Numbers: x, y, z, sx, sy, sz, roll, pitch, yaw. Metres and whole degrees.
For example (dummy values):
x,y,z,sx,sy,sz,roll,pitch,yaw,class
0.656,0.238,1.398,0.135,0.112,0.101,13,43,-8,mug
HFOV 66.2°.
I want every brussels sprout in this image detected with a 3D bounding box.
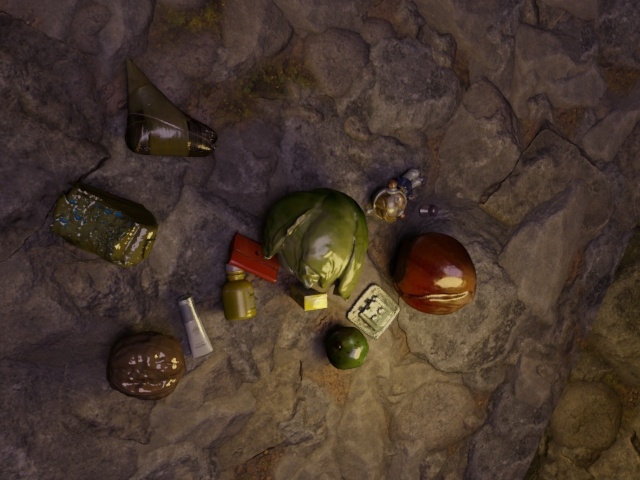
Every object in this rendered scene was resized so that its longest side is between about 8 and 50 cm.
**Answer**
x,y,z,sx,sy,sz,roll,pitch,yaw,class
0.014,-0.012,1.831,0.425,0.342,0.361,32,93,-36,brussels sprout

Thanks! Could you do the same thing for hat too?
x,y,z,sx,sy,sz,roll,pitch,yaw,class
0.483,-0.129,2.170,0.087,0.042,0.058,-8,103,-21,hat

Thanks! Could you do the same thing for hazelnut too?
x,y,z,sx,sy,sz,roll,pitch,yaw,class
0.482,0.136,2.060,0.315,0.372,0.372,-40,114,-34,hazelnut

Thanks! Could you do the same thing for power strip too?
x,y,z,sx,sy,sz,roll,pitch,yaw,class
0.246,0.319,2.152,0.213,0.064,0.198,40,86,-25,power strip

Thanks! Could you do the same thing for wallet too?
x,y,z,sx,sy,sz,roll,pitch,yaw,class
-0.248,0.066,1.868,0.204,0.045,0.142,27,47,-25,wallet

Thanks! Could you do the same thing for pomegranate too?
x,y,z,sx,sy,sz,roll,pitch,yaw,class
0.126,0.461,2.083,0.187,0.187,0.225,-56,144,-3,pomegranate

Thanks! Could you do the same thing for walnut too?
x,y,z,sx,sy,sz,roll,pitch,yaw,class
-0.609,0.438,1.729,0.273,0.227,0.273,-4,104,-18,walnut

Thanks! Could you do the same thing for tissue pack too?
x,y,z,sx,sy,sz,roll,pitch,yaw,class
-0.049,0.218,1.945,0.095,0.176,0.062,-5,104,-22,tissue pack

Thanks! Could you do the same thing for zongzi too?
x,y,z,sx,sy,sz,roll,pitch,yaw,class
-0.498,-0.442,1.646,0.289,0.154,0.317,-4,97,-30,zongzi

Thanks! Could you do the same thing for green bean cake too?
x,y,z,sx,sy,sz,roll,pitch,yaw,class
-0.696,-0.037,1.567,0.310,0.285,0.202,25,95,-24,green bean cake

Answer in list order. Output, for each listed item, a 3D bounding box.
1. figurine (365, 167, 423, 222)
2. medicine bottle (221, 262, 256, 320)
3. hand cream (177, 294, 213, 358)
x,y,z,sx,sy,sz,roll,pitch,yaw,class
0.316,-0.200,2.046,0.194,0.133,0.274,38,78,-48,figurine
-0.314,0.189,1.861,0.122,0.122,0.212,-7,89,-21,medicine bottle
-0.478,0.329,1.859,0.079,0.048,0.255,-20,109,-19,hand cream
